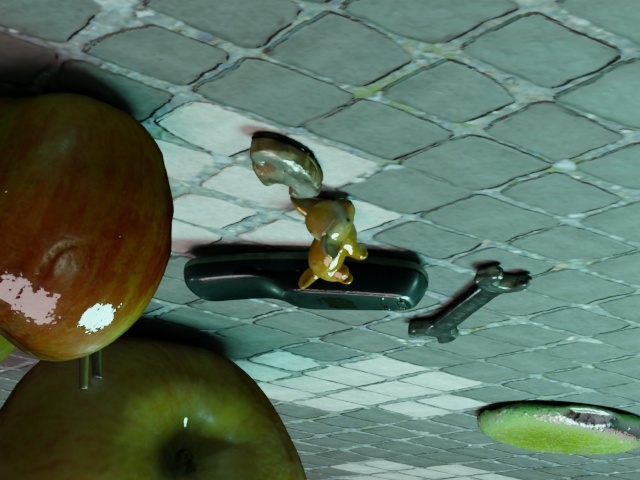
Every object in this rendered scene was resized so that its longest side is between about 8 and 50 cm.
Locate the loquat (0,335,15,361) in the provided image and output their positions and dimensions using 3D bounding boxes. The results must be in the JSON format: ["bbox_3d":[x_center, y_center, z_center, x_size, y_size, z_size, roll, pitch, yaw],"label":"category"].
[{"bbox_3d":[-0.290,0.031,1.090,0.152,0.195,0.152,-6,155,-3],"label":"loquat"}]

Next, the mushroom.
[{"bbox_3d":[-0.024,-0.051,1.017,0.049,0.019,0.101,0,160,22],"label":"mushroom"}]

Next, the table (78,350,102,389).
[{"bbox_3d":[-0.301,0.068,1.332,0.240,0.111,0.121,12,162,-17],"label":"table"}]

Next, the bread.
[{"bbox_3d":[0.315,0.248,1.803,0.229,0.033,0.228,5,161,2],"label":"bread"}]

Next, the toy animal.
[{"bbox_3d":[0.000,0.000,1.102,0.081,0.060,0.083,-35,155,10],"label":"toy animal"}]

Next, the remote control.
[{"bbox_3d":[-0.014,0.036,1.244,0.222,0.042,0.072,1,159,15],"label":"remote control"}]

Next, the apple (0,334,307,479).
[{"bbox_3d":[-0.199,0.293,1.575,0.392,0.391,0.346,14,153,-21],"label":"apple"}]

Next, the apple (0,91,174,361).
[{"bbox_3d":[-0.183,-0.007,0.961,0.160,0.173,0.195,8,165,2],"label":"apple"}]

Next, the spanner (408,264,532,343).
[{"bbox_3d":[0.138,0.064,1.322,0.054,0.015,0.254,10,162,-10],"label":"spanner"}]
